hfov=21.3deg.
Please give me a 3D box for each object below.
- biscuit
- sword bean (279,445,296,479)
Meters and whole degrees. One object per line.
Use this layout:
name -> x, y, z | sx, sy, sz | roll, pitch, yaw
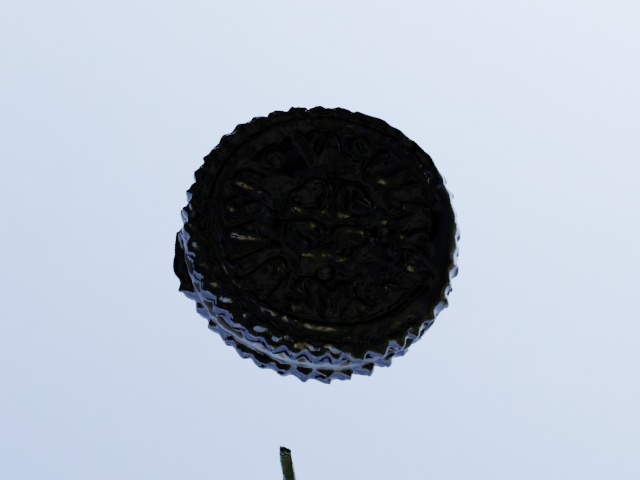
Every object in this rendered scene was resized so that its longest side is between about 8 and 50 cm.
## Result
biscuit -> 0.000, 0.000, 1.120 | 0.194, 0.053, 0.194 | 4, -115, -8
sword bean -> -0.020, 0.175, 1.107 | 0.012, 0.012, 0.083 | -3, -91, -13
